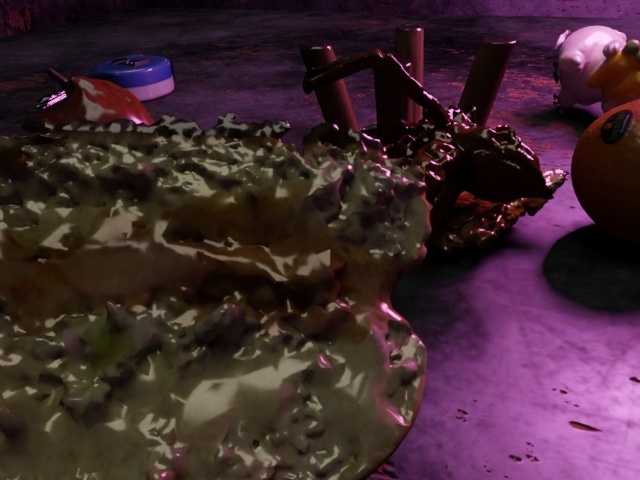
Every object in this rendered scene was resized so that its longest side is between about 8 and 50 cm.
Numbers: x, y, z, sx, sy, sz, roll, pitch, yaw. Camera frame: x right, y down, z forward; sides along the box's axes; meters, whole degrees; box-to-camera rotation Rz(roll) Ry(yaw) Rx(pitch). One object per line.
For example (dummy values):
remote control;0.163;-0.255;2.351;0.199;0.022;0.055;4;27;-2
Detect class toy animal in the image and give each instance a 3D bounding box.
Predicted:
toy animal;0.643;-0.333;1.203;0.310;0.182;0.247;20;36;35

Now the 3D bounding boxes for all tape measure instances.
tape measure;-0.543;-0.410;1.547;0.215;0.097;0.351;13;35;29

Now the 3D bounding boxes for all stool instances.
stool;0.148;-0.229;1.021;0.310;0.226;0.310;-21;34;-27

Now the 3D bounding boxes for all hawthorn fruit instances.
hawthorn fruit;-0.327;-0.127;0.855;0.208;0.248;0.208;-7;31;4

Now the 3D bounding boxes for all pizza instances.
pizza;0.230;-0.046;0.842;0.226;0.069;0.147;-28;30;-24

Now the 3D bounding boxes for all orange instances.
orange;0.433;-0.089;0.778;0.206;0.206;0.206;-2;29;1

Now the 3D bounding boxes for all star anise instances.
star anise;0.128;-0.128;0.769;0.346;0.148;0.237;33;62;7

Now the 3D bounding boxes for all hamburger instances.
hamburger;-0.144;0.079;0.466;0.446;0.287;0.268;-1;69;0
